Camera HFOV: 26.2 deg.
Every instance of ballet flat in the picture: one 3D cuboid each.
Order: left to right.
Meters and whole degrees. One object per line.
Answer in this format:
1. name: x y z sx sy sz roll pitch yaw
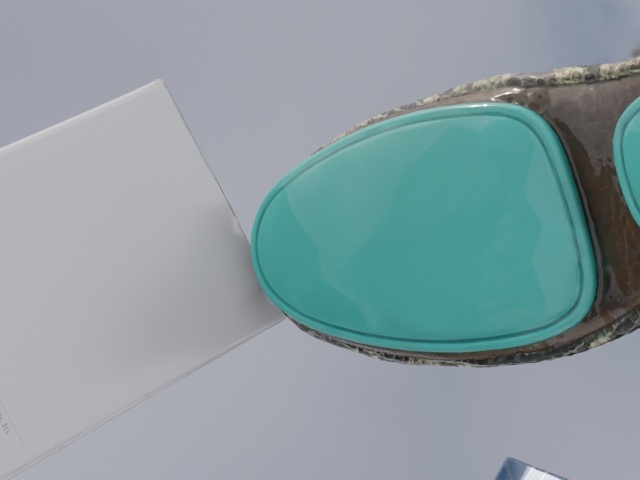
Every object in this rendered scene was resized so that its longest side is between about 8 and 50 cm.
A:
1. ballet flat: 0.180 -0.030 0.750 0.182 0.483 0.164 -5 -100 -46

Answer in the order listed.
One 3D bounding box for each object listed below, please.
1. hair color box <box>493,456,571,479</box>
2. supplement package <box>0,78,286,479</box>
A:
1. hair color box: 0.262 0.266 0.863 0.174 0.347 0.105 46 -112 -40
2. supplement package: -0.206 0.050 0.862 0.293 0.175 0.177 -28 -88 -33
